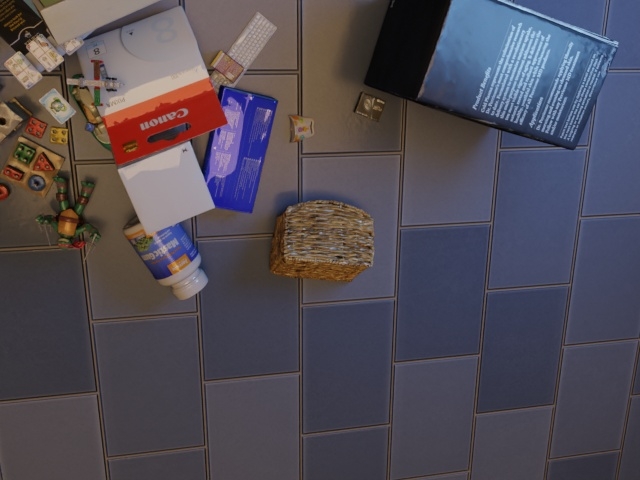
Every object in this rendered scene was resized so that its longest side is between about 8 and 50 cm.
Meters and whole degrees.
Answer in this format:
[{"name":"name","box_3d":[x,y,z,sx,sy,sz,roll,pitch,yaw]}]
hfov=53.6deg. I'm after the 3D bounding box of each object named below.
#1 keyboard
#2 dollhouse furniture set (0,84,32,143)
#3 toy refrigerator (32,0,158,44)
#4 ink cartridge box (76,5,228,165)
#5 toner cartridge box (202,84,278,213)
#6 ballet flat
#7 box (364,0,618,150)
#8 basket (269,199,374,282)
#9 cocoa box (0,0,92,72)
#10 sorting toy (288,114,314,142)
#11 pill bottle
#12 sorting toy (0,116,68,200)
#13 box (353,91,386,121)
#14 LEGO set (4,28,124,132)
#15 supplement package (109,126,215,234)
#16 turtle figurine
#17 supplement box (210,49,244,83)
[{"name":"keyboard","box_3d":[-0.230,-0.532,1.831,0.072,0.014,0.256,35,97,-20]},{"name":"dollhouse furniture set","box_3d":[-0.894,-0.351,1.679,0.129,0.129,0.184,-43,112,3]},{"name":"toy refrigerator","box_3d":[-0.511,-0.561,1.457,0.269,0.102,0.094,-30,137,-13]},{"name":"ink cartridge box","box_3d":[-0.445,-0.412,1.652,0.308,0.385,0.091,-22,152,-6]},{"name":"toner cartridge box","box_3d":[-0.248,-0.265,1.870,0.165,0.075,0.348,9,105,-22]},{"name":"ballet flat","box_3d":[-0.622,-0.343,1.764,0.083,0.087,0.247,-29,111,-2]},{"name":"box","box_3d":[0.434,-0.481,1.744,0.471,0.480,0.298,15,104,-16]},{"name":"basket","box_3d":[0.000,0.000,2.007,0.298,0.223,0.214,5,73,-14]},{"name":"cocoa box","box_3d":[-0.654,-0.636,1.553,0.347,0.231,0.228,-38,137,2]},{"name":"sorting toy","box_3d":[-0.053,-0.340,1.922,0.075,0.044,0.083,-13,111,-28]},{"name":"pill bottle","box_3d":[-0.452,0.038,1.887,0.152,0.152,0.272,-31,110,-2]},{"name":"sorting toy","box_3d":[-0.811,-0.211,1.786,0.132,0.046,0.275,29,99,-19]},{"name":"box","box_3d":[0.152,-0.411,1.950,0.083,0.018,0.067,19,103,-17]},{"name":"LEGO set","box_3d":[-0.612,-0.391,1.557,0.182,0.060,0.244,-40,111,-1]},{"name":"supplement package","box_3d":[-0.439,-0.177,1.739,0.197,0.262,0.199,-24,118,-13]},{"name":"turtle figurine","box_3d":[-0.723,-0.058,1.817,0.175,0.118,0.234,8,90,-30]},{"name":"supplement box","box_3d":[-0.265,-0.495,1.807,0.083,0.043,0.055,37,96,-14]}]
